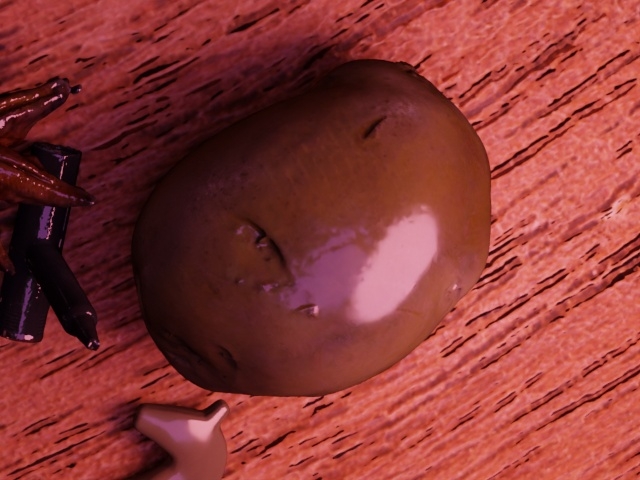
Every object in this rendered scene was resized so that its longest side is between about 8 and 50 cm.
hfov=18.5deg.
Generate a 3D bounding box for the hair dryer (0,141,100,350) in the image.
[{"bbox_3d":[-0.212,0.020,1.637,0.050,0.195,0.173,6,102,-29],"label":"hair dryer"}]

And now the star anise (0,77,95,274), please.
[{"bbox_3d":[-0.320,-0.067,1.622,0.272,0.102,0.272,4,72,-13],"label":"star anise"}]

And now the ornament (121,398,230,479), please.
[{"bbox_3d":[-0.160,0.270,1.792,0.245,0.061,0.230,-28,109,-6],"label":"ornament"}]

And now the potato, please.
[{"bbox_3d":[0.000,0.000,1.674,0.326,0.221,0.243,-29,77,-9],"label":"potato"}]
